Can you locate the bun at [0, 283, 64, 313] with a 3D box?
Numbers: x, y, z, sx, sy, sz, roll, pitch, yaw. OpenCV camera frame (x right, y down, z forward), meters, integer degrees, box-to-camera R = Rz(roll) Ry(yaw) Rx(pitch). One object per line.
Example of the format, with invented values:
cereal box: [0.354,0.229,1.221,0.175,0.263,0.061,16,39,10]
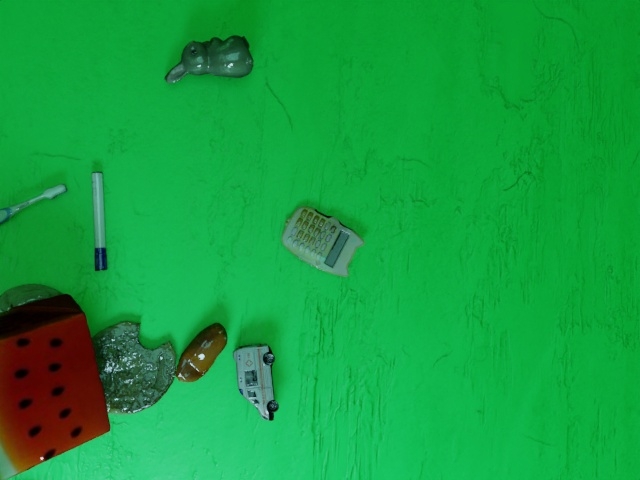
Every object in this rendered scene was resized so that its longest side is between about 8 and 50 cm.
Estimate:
bun: [-0.709,0.219,1.536,0.237,0.116,0.209,23,79,-8]

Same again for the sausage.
sausage: [-0.316,0.300,1.638,0.089,0.089,0.179,41,80,-5]

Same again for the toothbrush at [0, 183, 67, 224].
toothbrush: [-0.838,-0.055,1.579,0.386,0.040,0.040,-28,90,-14]

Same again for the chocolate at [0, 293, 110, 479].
chocolate: [-0.670,0.334,1.382,0.341,0.161,0.360,-18,105,-41]

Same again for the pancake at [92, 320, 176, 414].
pancake: [-0.509,0.337,1.609,0.254,0.037,0.253,2,83,-12]

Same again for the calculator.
calculator: [0.000,0.000,1.769,0.237,0.033,0.157,30,79,-6]

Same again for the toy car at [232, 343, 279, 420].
toy car: [-0.174,0.383,1.653,0.108,0.089,0.209,-5,83,-13]

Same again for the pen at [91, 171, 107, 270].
pen: [-0.592,-0.052,1.638,0.033,0.033,0.268,-4,84,-13]

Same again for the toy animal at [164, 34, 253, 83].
toy animal: [-0.316,-0.501,1.710,0.251,0.127,0.125,-13,89,-10]
